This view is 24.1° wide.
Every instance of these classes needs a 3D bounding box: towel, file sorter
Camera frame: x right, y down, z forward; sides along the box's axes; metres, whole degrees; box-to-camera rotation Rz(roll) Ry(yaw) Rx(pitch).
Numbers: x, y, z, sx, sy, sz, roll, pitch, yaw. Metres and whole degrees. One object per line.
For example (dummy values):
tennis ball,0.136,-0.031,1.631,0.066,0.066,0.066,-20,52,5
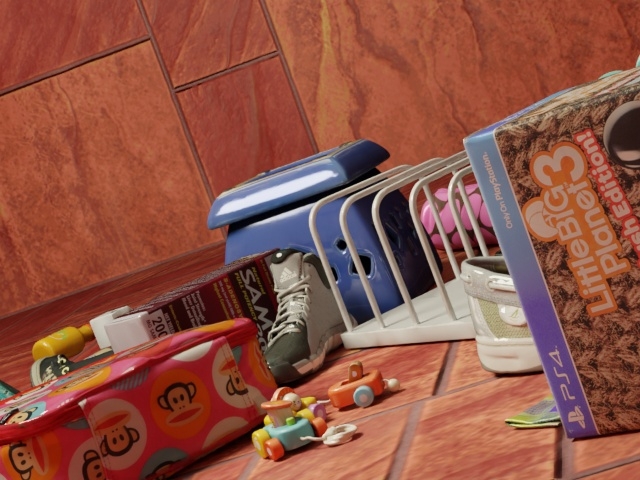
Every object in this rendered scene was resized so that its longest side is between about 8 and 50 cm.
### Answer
towel,0.187,0.124,1.153,0.083,0.009,0.060,-24,8,-39
file sorter,0.147,0.000,1.638,0.192,0.173,0.277,-24,8,-33

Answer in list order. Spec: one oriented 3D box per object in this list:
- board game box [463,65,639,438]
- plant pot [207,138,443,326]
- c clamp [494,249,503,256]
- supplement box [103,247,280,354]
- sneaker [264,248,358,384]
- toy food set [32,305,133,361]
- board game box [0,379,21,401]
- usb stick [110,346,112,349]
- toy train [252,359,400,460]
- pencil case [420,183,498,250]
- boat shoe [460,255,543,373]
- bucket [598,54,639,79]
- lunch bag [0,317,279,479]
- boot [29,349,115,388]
board game box,0.282,-0.014,1.014,0.291,0.232,0.141,-16,7,39
plant pot,0.000,0.000,1.935,0.236,0.212,0.236,-18,5,21
c clamp,0.290,-0.001,1.927,0.160,0.022,0.137,-23,1,-15
supplement box,-0.123,0.109,1.741,0.073,0.130,0.239,-16,8,43
sneaker,-0.039,0.081,1.703,0.086,0.132,0.228,-18,6,23
toy food set,-0.252,0.141,1.960,0.232,0.111,0.104,-19,6,34
board game box,-0.419,0.186,1.863,0.026,0.186,0.126,-57,8,0
usb stick,-0.220,0.151,2.090,0.077,0.045,0.278,-24,6,-26
toy train,-0.001,0.148,1.376,0.125,0.046,0.166,-19,6,16
pencil case,0.224,-0.041,2.120,0.095,0.098,0.209,-24,6,-33
boat shoe,0.252,0.039,1.257,0.320,0.103,0.118,-14,8,47
bucket,0.330,-0.082,1.436,0.281,0.183,0.281,-37,2,1
lunch bag,-0.207,0.179,1.493,0.293,0.120,0.258,-22,2,-33
boot,-0.261,0.167,1.837,0.178,0.085,0.236,-26,13,-3
